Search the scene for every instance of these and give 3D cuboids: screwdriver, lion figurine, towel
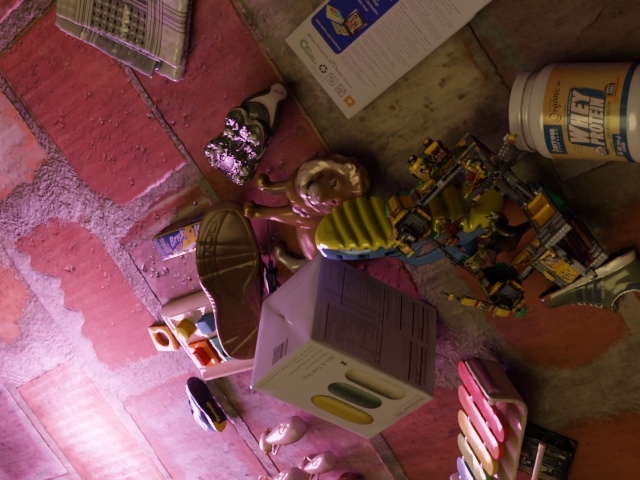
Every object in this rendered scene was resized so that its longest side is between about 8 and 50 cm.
[{"bbox_3d":[-0.096,0.028,2.148,0.025,0.024,0.169,2,116,-1],"label":"screwdriver"},{"bbox_3d":[0.000,0.000,2.007,0.240,0.142,0.392,6,135,22],"label":"lion figurine"},{"bbox_3d":[-0.362,-0.469,1.984,0.312,0.056,0.324,26,130,18],"label":"towel"}]

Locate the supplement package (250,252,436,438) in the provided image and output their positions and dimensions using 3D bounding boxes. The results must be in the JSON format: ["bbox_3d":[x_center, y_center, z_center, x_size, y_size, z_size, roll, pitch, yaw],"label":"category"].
[{"bbox_3d":[0.046,0.193,1.966,0.263,0.198,0.199,27,136,-22],"label":"supplement package"}]

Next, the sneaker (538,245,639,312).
[{"bbox_3d":[0.452,0.087,1.787,0.192,0.064,0.086,-33,92,39],"label":"sneaker"}]

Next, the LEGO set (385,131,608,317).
[{"bbox_3d":[0.270,0.000,1.670,0.255,0.192,0.331,-40,117,13],"label":"LEGO set"}]

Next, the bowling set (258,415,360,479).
[{"bbox_3d":[-0.030,0.534,2.319,0.200,0.287,0.154,23,145,-24],"label":"bowling set"}]

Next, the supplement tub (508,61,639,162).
[{"bbox_3d":[0.392,-0.188,1.601,0.200,0.144,0.144,5,120,31],"label":"supplement tub"}]

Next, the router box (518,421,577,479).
[{"bbox_3d":[0.406,0.394,2.029,0.122,0.038,0.092,21,127,22],"label":"router box"}]

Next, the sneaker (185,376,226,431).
[{"bbox_3d":[-0.269,0.371,2.451,0.059,0.053,0.144,-14,108,41],"label":"sneaker"}]

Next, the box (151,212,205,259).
[{"bbox_3d":[-0.258,-0.014,2.197,0.169,0.059,0.054,-16,110,39],"label":"box"}]

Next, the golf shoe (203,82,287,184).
[{"bbox_3d":[-0.127,-0.187,1.983,0.105,0.120,0.273,42,155,-4],"label":"golf shoe"}]

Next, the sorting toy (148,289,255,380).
[{"bbox_3d":[-0.246,0.209,2.337,0.348,0.047,0.196,-19,106,40],"label":"sorting toy"}]

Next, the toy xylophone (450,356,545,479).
[{"bbox_3d":[0.315,0.373,1.981,0.236,0.081,0.322,-124,30,-61],"label":"toy xylophone"}]

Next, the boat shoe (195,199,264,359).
[{"bbox_3d":[-0.166,0.064,2.136,0.123,0.123,0.342,-8,118,4],"label":"boat shoe"}]

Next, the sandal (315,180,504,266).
[{"bbox_3d":[0.151,-0.004,1.838,0.317,0.126,0.138,-6,135,3],"label":"sandal"}]

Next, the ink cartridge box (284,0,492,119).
[{"bbox_3d":[0.114,-0.359,1.732,0.175,0.069,0.371,51,135,-3],"label":"ink cartridge box"}]
